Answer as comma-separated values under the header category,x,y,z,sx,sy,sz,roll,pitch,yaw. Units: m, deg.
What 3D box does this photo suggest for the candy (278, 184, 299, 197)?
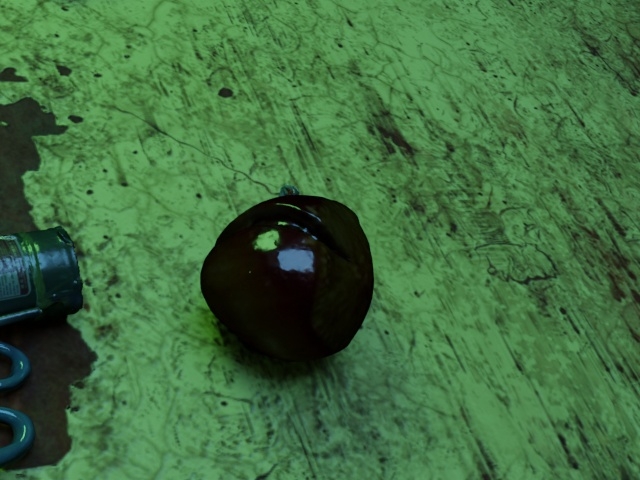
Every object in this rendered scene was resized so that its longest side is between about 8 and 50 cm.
category,x,y,z,sx,sy,sz,roll,pitch,yaw
candy,0.000,0.000,1.144,0.175,0.045,0.043,49,14,23

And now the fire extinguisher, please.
category,x,y,z,sx,sy,sz,roll,pitch,yaw
fire extinguisher,-0.371,0.050,0.882,0.294,0.093,0.118,-9,57,-32

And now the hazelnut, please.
category,x,y,z,sx,sy,sz,roll,pitch,yaw
hazelnut,-0.031,0.038,1.018,0.178,0.178,0.204,26,39,-2

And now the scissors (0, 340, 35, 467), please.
category,x,y,z,sx,sy,sz,roll,pitch,yaw
scissors,-0.393,0.140,0.825,0.289,0.041,0.138,3,50,-24
